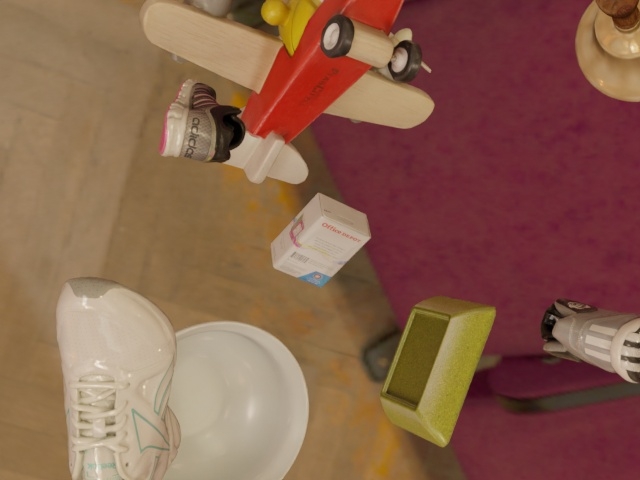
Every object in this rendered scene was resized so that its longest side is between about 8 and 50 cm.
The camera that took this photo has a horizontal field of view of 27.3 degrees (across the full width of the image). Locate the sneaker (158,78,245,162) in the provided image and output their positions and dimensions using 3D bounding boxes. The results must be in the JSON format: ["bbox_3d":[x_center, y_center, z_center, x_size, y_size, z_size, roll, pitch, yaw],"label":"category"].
[{"bbox_3d":[-0.109,-0.110,1.272,0.074,0.170,0.063,15,106,-4],"label":"sneaker"}]

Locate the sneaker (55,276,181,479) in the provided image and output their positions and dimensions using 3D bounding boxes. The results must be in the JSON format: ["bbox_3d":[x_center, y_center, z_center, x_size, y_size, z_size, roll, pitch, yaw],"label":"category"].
[{"bbox_3d":[-0.097,0.081,0.628,0.061,0.053,0.152,-74,165,-45],"label":"sneaker"}]

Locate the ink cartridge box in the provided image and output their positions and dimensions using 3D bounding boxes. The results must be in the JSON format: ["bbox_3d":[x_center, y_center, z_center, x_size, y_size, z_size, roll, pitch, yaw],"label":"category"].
[{"bbox_3d":[0.000,0.000,1.881,0.088,0.122,0.052,24,38,-29],"label":"ink cartridge box"}]

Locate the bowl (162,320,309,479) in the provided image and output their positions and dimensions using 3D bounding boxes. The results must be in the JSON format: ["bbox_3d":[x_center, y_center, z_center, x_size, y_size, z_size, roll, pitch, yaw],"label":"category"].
[{"bbox_3d":[-0.177,0.243,1.896,0.297,0.134,0.298,-6,103,-26],"label":"bowl"}]

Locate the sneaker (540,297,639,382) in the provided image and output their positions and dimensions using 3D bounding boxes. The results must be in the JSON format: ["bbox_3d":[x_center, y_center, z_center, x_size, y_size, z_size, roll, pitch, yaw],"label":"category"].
[{"bbox_3d":[0.301,0.095,1.364,0.228,0.132,0.086,16,89,-61],"label":"sneaker"}]

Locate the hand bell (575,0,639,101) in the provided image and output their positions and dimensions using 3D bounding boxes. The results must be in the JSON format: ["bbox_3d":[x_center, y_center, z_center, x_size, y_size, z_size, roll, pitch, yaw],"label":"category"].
[{"bbox_3d":[0.284,-0.211,1.224,0.242,0.126,0.126,12,87,-71],"label":"hand bell"}]

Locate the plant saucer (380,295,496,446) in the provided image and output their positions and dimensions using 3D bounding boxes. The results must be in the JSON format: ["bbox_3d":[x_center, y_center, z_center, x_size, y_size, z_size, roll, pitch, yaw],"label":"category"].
[{"bbox_3d":[0.141,0.159,1.719,0.045,0.188,0.188,22,85,-18],"label":"plant saucer"}]

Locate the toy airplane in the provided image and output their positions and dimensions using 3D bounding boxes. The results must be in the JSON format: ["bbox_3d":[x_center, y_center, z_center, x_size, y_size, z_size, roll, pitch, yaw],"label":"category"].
[{"bbox_3d":[-0.034,-0.266,1.924,0.384,0.273,0.386,-13,148,4],"label":"toy airplane"}]
